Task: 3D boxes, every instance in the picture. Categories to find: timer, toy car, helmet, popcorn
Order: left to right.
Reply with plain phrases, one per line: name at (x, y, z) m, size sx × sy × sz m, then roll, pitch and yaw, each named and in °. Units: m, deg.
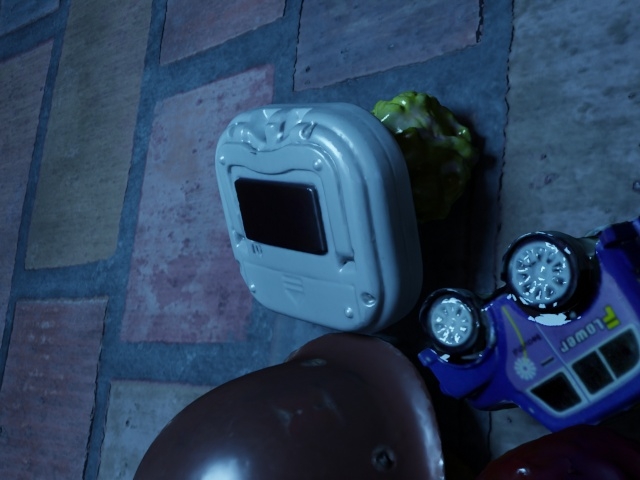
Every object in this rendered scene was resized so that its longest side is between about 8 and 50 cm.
helmet at (-0.070, 0.275, 0.825) m, size 0.337 × 0.230 × 0.384 m, roll 54°, pitch 128°, yaw 42°
timer at (-0.013, -0.023, 0.880) m, size 0.262 × 0.087 × 0.236 m, roll 9°, pitch 118°, yaw 49°
popcorn at (0.097, -0.088, 0.893) m, size 0.126 × 0.126 × 0.145 m, roll -1°, pitch 66°, yaw 52°
toy car at (0.210, 0.083, 0.713) m, size 0.235 × 0.172 × 0.157 m, roll -38°, pitch 69°, yaw 34°

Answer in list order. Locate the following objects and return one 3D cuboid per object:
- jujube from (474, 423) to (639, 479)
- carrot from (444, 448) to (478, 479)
jujube at (0.216, 0.320, 0.557) m, size 0.258 × 0.258 × 0.376 m, roll -44°, pitch 55°, yaw 24°
carrot at (0.094, 0.222, 0.844) m, size 0.186 × 0.060 × 0.060 m, roll 30°, pitch 98°, yaw 47°
